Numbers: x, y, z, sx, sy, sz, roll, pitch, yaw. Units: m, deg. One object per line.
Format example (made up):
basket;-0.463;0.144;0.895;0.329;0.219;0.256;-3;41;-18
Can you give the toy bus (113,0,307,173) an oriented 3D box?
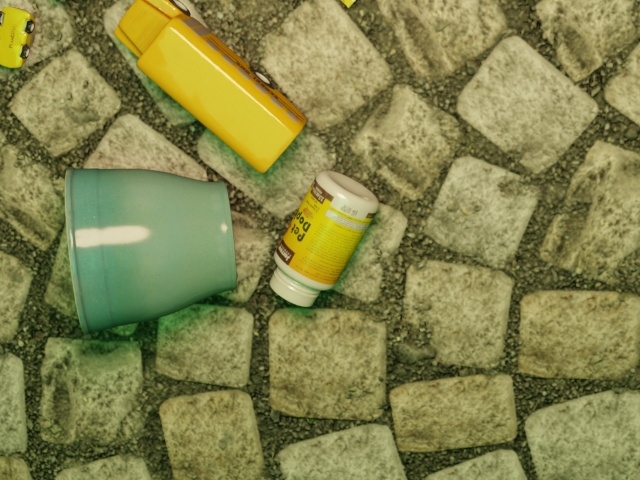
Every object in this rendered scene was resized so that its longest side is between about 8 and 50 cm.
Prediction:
toy bus;-0.180;-0.259;1.764;0.332;0.130;0.108;41;106;-6

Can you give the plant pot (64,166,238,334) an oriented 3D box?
plant pot;-0.269;0.006;1.792;0.255;0.272;0.272;-5;106;-7

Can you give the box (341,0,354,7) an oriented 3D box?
box;0.061;-0.447;1.740;0.081;0.028;0.136;42;103;-6

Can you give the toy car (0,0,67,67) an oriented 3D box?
toy car;-0.493;-0.431;1.789;0.239;0.053;0.225;-39;98;14

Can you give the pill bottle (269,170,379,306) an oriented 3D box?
pill bottle;0.000;0.000;1.826;0.117;0.117;0.215;28;106;-2
